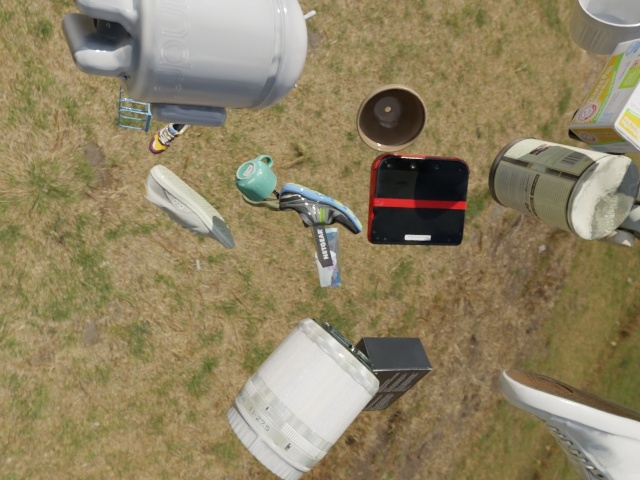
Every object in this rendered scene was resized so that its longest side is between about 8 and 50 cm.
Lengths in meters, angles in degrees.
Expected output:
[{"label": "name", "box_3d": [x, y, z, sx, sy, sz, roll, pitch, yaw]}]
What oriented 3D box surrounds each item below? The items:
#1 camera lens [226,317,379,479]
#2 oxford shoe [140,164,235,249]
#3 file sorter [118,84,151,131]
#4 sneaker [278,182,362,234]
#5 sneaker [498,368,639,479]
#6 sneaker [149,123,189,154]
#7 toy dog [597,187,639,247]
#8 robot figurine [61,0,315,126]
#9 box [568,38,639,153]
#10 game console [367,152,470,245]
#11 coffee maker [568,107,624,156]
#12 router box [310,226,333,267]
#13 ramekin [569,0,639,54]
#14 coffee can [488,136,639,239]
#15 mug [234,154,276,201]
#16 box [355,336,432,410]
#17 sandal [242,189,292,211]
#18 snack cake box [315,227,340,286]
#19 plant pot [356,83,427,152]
[{"label": "camera lens", "box_3d": [-0.030, 0.319, 0.898, 0.274, 0.219, 0.219, -47, 118, -10]}, {"label": "oxford shoe", "box_3d": [-0.495, -0.101, 1.628, 0.130, 0.169, 0.449, -39, 131, 6]}, {"label": "file sorter", "box_3d": [-0.667, -0.500, 1.540, 0.105, 0.118, 0.170, 3, 71, -27]}, {"label": "sneaker", "box_3d": [-0.001, -0.057, 0.901, 0.188, 0.067, 0.078, 23, 101, -4]}, {"label": "sneaker", "box_3d": [0.365, 0.277, 0.591, 0.290, 0.106, 0.123, 24, 95, -7]}, {"label": "sneaker", "box_3d": [-0.565, -0.394, 1.589, 0.185, 0.084, 0.069, -46, 105, -6]}, {"label": "toy dog", "box_3d": [0.893, -0.034, 1.072, 0.334, 0.161, 0.219, -4, 96, 4]}, {"label": "robot figurine", "box_3d": [-0.167, -0.296, 0.621, 0.354, 0.199, 0.299, -9, 146, -36]}, {"label": "box", "box_3d": [0.620, -0.287, 0.854, 0.103, 0.114, 0.203, 29, 93, -19]}, {"label": "game console", "box_3d": [0.372, -0.151, 1.619, 0.387, 0.060, 0.341, 1, 101, -11]}, {"label": "coffee maker", "box_3d": [0.843, -0.340, 1.284, 0.171, 0.178, 0.120, 18, 112, -23]}, {"label": "router box", "box_3d": [0.000, 0.000, 1.575, 0.046, 0.133, 0.178, -14, 102, -5]}, {"label": "ramekin", "box_3d": [0.795, -0.609, 1.170, 0.207, 0.207, 0.109, -52, 159, -17]}, {"label": "coffee can", "box_3d": [0.601, -0.141, 1.087, 0.202, 0.275, 0.201, -8, 114, -18]}, {"label": "mug", "box_3d": [-0.230, -0.223, 1.474, 0.097, 0.130, 0.157, 46, 27, -49]}, {"label": "box", "box_3d": [0.149, 0.372, 1.173, 0.185, 0.103, 0.261, 5, 136, -27]}, {"label": "sandal", "box_3d": [-0.220, -0.189, 1.841, 0.120, 0.303, 0.086, -18, 116, -43]}, {"label": "snack cake box", "box_3d": [0.038, 0.069, 1.880, 0.089, 0.264, 0.152, -6, 117, 7]}, {"label": "plant pot", "box_3d": [0.241, -0.434, 1.482, 0.237, 0.237, 0.109, 45, 28, -29]}]
